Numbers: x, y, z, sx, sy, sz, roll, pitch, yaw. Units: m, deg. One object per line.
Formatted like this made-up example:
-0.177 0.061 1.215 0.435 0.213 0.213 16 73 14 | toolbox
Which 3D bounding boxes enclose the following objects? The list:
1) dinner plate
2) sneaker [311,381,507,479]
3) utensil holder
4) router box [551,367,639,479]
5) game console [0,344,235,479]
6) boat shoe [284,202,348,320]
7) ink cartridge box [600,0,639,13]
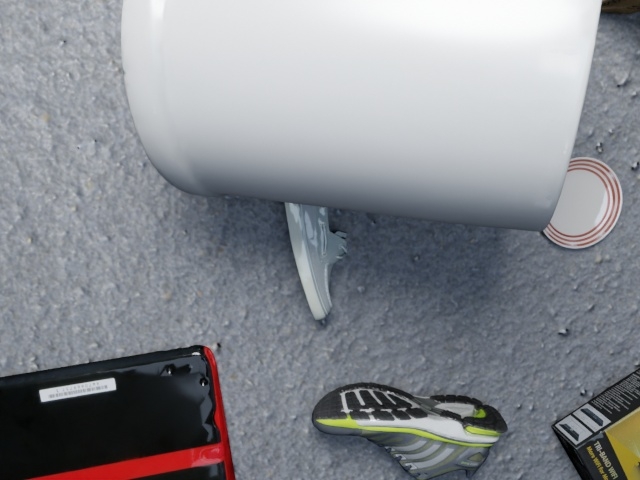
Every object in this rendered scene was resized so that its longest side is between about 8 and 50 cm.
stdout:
0.398 -0.058 0.889 0.141 0.017 0.141 -1 100 -8 | dinner plate
0.131 0.301 0.873 0.299 0.111 0.122 11 102 -7 | sneaker
0.055 -0.187 0.596 0.385 0.327 0.328 8 100 16 | utensil holder
0.567 0.375 0.956 0.242 0.081 0.309 -33 103 -1 | router box
-0.326 0.344 0.848 0.386 0.060 0.342 -9 96 -7 | game console
0.000 -0.001 0.813 0.081 0.079 0.228 -11 98 -1 | boat shoe
0.441 -0.409 0.721 0.088 0.235 0.194 1 99 -9 | ink cartridge box
